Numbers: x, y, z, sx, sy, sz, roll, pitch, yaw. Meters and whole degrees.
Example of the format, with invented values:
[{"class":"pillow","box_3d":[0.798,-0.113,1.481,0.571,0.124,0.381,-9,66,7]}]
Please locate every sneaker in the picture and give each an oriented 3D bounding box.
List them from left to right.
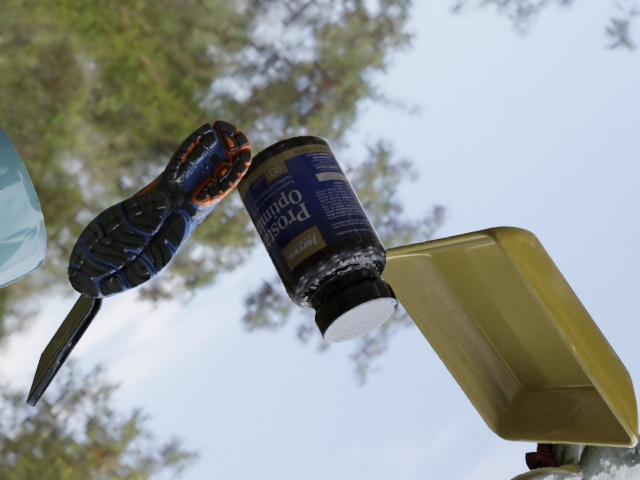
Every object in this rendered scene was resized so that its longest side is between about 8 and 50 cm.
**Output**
[{"class":"sneaker","box_3d":[-0.154,-0.021,1.477,0.221,0.083,0.087,-41,178,-13]}]

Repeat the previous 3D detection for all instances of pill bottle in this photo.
[{"class":"pill bottle","box_3d":[0.000,0.000,1.710,0.123,0.219,0.123,-22,155,-11]}]

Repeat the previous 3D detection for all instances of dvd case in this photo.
[{"class":"dvd case","box_3d":[-0.350,0.130,2.106,0.164,0.018,0.221,-55,-169,7]}]

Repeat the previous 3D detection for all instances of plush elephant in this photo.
[{"class":"plush elephant","box_3d":[0.349,0.368,2.229,0.255,0.272,0.330,-30,-154,-25]}]

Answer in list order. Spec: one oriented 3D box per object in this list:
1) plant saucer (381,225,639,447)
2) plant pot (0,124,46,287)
[{"class":"plant saucer","box_3d":[0.251,0.112,1.959,0.081,0.333,0.333,-40,-169,-22]},{"class":"plant pot","box_3d":[-0.469,-0.040,1.654,0.195,0.290,0.290,-35,-172,-32]}]
